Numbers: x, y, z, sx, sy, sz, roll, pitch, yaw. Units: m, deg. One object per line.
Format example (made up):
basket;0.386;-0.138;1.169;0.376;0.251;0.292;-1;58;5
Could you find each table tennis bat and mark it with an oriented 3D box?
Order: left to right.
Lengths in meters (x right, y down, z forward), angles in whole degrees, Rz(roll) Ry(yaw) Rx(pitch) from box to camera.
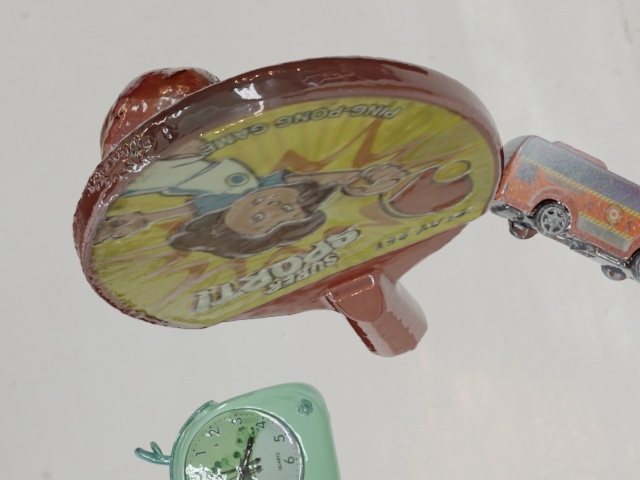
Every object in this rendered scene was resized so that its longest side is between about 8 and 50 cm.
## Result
table tennis bat;0.000;0.000;0.796;0.268;0.415;0.051;-22;65;8

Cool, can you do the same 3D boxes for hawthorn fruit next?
hawthorn fruit;-0.163;-0.135;1.448;0.235;0.181;0.181;-38;81;42

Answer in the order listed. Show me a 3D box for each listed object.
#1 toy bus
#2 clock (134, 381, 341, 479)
toy bus;0.216;-0.018;0.931;0.192;0.065;0.077;24;83;-11
clock;-0.086;0.238;1.261;0.210;0.066;0.159;-7;81;-10
